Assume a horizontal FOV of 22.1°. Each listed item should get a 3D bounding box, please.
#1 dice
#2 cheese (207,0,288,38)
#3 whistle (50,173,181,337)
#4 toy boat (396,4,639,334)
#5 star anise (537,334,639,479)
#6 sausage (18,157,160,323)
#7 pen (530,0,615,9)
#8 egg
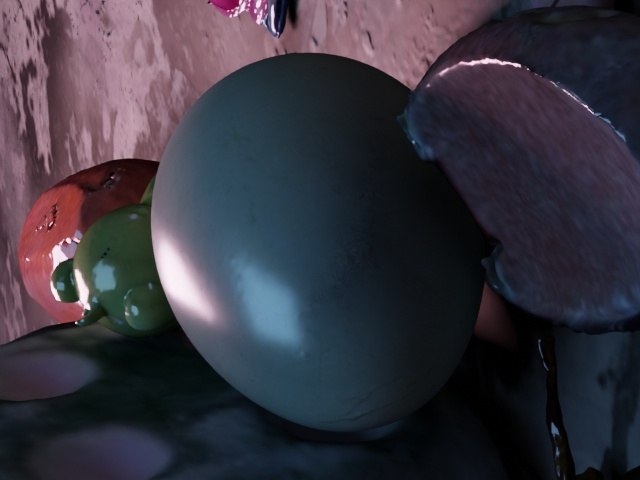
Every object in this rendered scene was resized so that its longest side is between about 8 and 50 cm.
[{"bbox_3d":[-0.079,0.238,1.006,0.348,0.328,0.330,-146,51,-61],"label":"dice"},{"bbox_3d":[-0.062,-0.199,1.185,0.145,0.038,0.095,50,145,41],"label":"cheese"},{"bbox_3d":[-0.075,-0.009,1.057,0.105,0.227,0.085,15,131,40],"label":"whistle"},{"bbox_3d":[0.126,-0.038,0.740,0.155,0.085,0.227,62,163,-6],"label":"toy boat"},{"bbox_3d":[0.139,0.138,0.790,0.097,0.070,0.191,137,124,-66],"label":"star anise"},{"bbox_3d":[-0.168,0.010,1.378,0.279,0.152,0.152,168,93,-69],"label":"sausage"},{"bbox_3d":[0.111,-0.155,0.793,0.053,0.032,0.197,125,135,-57],"label":"pen"},{"bbox_3d":[0.000,0.000,0.903,0.264,0.182,0.183,-110,21,-57],"label":"egg"}]
